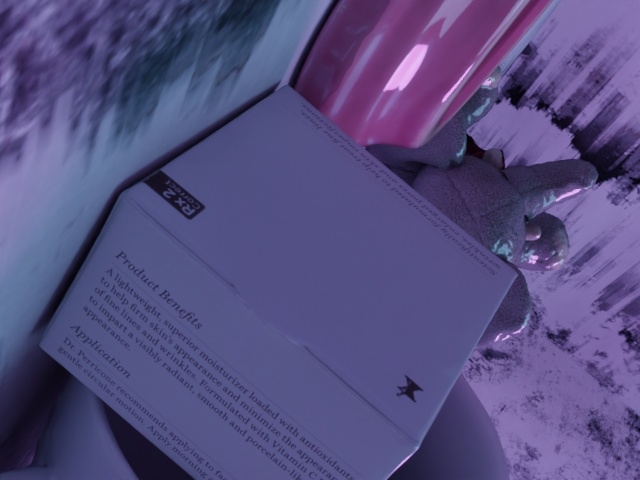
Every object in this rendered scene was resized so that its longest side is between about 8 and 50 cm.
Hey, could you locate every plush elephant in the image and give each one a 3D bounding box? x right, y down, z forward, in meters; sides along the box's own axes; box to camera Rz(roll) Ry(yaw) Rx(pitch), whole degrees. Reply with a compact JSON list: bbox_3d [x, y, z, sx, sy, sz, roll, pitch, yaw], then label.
[{"bbox_3d":[0.148,-0.038,1.116,0.330,0.271,0.255,-23,-168,-23],"label":"plush elephant"}]

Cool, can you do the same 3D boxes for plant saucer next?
[{"bbox_3d":[0.113,-0.180,0.731,0.332,0.084,0.332,-49,176,-4],"label":"plant saucer"}]

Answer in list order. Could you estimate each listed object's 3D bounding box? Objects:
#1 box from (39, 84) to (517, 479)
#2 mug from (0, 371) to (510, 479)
[{"bbox_3d":[-0.016,0.036,0.602,0.119,0.181,0.182,-52,176,35],"label":"box"},{"bbox_3d":[-0.112,0.216,0.716,0.374,0.276,0.328,1,132,-37],"label":"mug"}]
